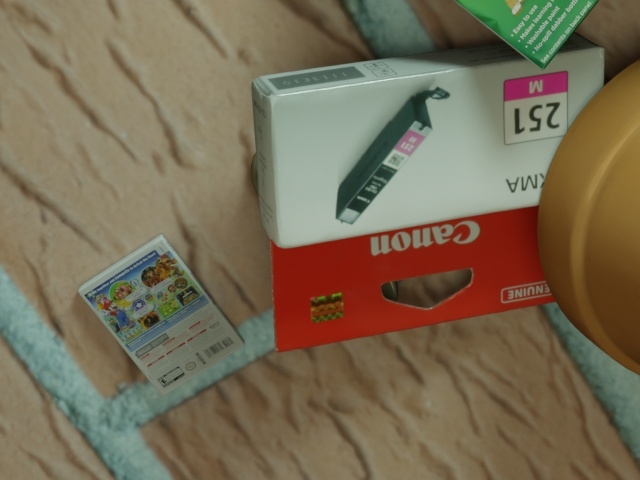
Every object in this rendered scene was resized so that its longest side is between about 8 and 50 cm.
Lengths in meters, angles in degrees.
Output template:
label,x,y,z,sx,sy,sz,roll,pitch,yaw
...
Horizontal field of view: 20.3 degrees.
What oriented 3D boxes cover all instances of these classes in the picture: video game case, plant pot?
label,x,y,z,sx,sy,sz,roll,pitch,yaw
video game case,-0.134,0.064,1.508,0.087,0.011,0.122,-32,111,11
plant pot,0.339,0.006,1.368,0.291,0.203,0.291,-7,115,-16

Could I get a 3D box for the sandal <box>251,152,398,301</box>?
label,x,y,z,sx,sy,sz,roll,pitch,yaw
sandal,0.000,0.000,1.465,0.072,0.049,0.180,-28,111,9

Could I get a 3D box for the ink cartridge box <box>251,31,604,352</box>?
label,x,y,z,sx,sy,sz,roll,pitch,yaw
ink cartridge box,0.090,-0.029,1.419,0.275,0.060,0.239,-10,113,-14

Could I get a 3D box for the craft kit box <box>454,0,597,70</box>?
label,x,y,z,sx,sy,sz,roll,pitch,yaw
craft kit box,0.146,-0.297,1.308,0.247,0.061,0.250,39,107,4
